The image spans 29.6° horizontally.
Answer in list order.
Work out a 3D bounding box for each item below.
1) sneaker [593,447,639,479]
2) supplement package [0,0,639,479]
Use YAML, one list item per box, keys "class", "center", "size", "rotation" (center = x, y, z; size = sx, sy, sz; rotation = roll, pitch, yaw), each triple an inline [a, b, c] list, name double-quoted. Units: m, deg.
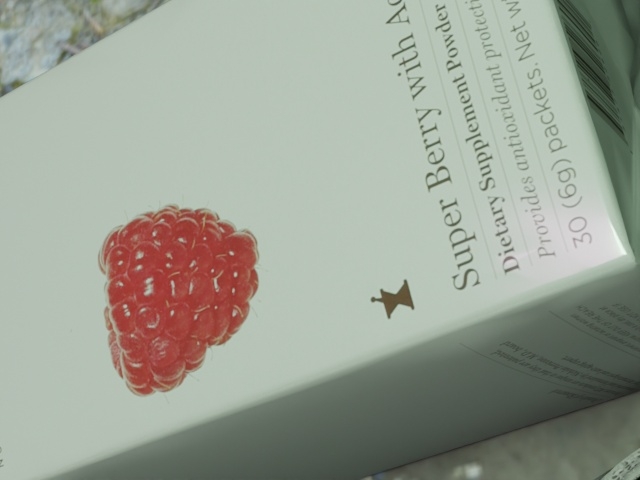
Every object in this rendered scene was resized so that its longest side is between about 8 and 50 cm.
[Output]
- class: "sneaker"
  center: [0.100, 0.133, 0.449]
  size: [0.281, 0.115, 0.105]
  rotation: [-46, 57, 14]
- class: "supplement package"
  center: [0.000, 0.000, 0.516]
  size: [0.293, 0.175, 0.177]
  rotation: [-24, 66, 26]
